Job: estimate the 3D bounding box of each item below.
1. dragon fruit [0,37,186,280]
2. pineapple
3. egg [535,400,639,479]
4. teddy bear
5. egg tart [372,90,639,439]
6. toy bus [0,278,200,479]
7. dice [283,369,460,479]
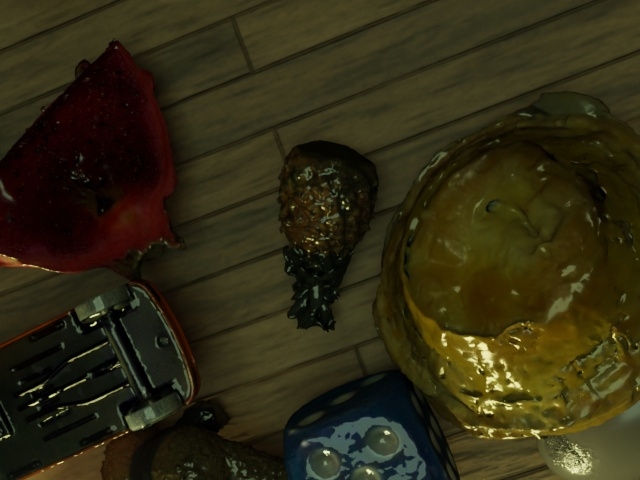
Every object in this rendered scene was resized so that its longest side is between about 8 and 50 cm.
[{"bbox_3d":[-0.242,-0.039,1.004,0.211,0.134,0.262,44,64,-12],"label":"dragon fruit"},{"bbox_3d":[0.000,0.000,0.998,0.108,0.108,0.198,10,110,7],"label":"pineapple"},{"bbox_3d":[0.294,0.153,0.939,0.146,0.146,0.199,45,107,2],"label":"egg"},{"bbox_3d":[-0.132,0.248,1.007,0.251,0.182,0.129,9,140,25],"label":"teddy bear"},{"bbox_3d":[0.180,0.018,0.897,0.341,0.129,0.341,-13,66,33],"label":"egg tart"},{"bbox_3d":[-0.278,0.157,1.019,0.329,0.153,0.143,-26,90,11],"label":"toy bus"},{"bbox_3d":[0.052,0.221,0.980,0.146,0.146,0.143,-24,93,9],"label":"dice"}]
